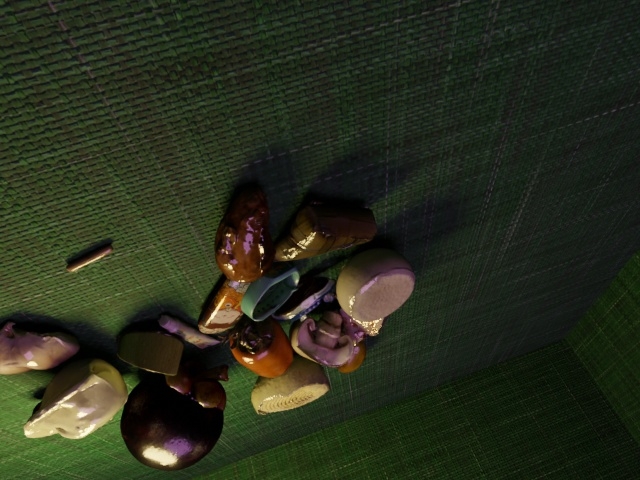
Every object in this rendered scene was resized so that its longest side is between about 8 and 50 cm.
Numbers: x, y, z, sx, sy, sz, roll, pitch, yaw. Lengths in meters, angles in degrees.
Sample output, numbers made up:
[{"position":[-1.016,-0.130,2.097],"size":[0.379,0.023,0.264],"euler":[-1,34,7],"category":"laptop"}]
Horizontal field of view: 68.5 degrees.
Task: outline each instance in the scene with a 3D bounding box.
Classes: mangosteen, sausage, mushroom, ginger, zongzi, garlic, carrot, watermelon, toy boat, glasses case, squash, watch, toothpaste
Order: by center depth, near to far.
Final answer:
[{"position":[-0.593,0.046,1.210],"size":[0.132,0.024,0.024],"euler":[-25,145,6],"category":"sausage"},{"position":[-0.201,0.011,1.261],"size":[0.165,0.172,0.321],"euler":[22,139,4],"category":"ginger"},{"position":[-0.860,0.331,1.376],"size":[0.217,0.110,0.228],"euler":[-21,146,4],"category":"garlic"},{"position":[0.000,0.000,1.410],"size":[0.260,0.123,0.289],"euler":[2,149,-35],"category":"zongzi"},{"position":[-0.149,0.154,1.490],"size":[0.237,0.068,0.195],"euler":[-31,147,-49],"category":"watch"},{"position":[-0.298,0.201,1.530],"size":[0.122,0.082,0.321],"euler":[3,137,-40],"category":"glasses case"},{"position":[-0.571,0.387,1.566],"size":[0.220,0.133,0.220],"euler":[2,153,1],"category":"squash"},{"position":[-0.457,0.328,1.645],"size":[0.056,0.058,0.314],"euler":[-61,153,-16],"category":"toothpaste"},{"position":[-0.053,0.211,1.648],"size":[0.262,0.114,0.115],"euler":[-41,132,21],"category":"toy boat"},{"position":[-0.225,0.361,1.693],"size":[0.193,0.214,0.331],"euler":[-42,155,-10],"category":"carrot"},{"position":[-0.523,0.635,1.756],"size":[0.382,0.382,0.435],"euler":[21,116,-45],"category":"mangosteen"},{"position":[-0.004,0.361,1.794],"size":[0.253,0.195,0.189],"euler":[28,165,-23],"category":"mushroom"},{"position":[0.153,0.291,1.876],"size":[0.322,0.175,0.188],"euler":[-36,-173,37],"category":"watermelon"}]

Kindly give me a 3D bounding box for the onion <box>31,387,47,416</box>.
[{"position":[-0.942,0.579,1.669],"size":[0.150,0.150,0.140],"euler":[-2,103,-26],"category":"onion"}]

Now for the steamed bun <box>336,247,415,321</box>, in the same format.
[{"position":[0.177,0.138,1.625],"size":[0.283,0.177,0.283],"euler":[-19,139,-18],"category":"steamed bun"}]

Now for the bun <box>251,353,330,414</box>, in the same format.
[{"position":[-0.137,0.615,2.073],"size":[0.364,0.202,0.364],"euler":[-17,151,-10],"category":"bun"}]

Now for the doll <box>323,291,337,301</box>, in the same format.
[{"position":[0.031,0.213,1.771],"size":[0.057,0.039,0.114],"euler":[4,165,22],"category":"doll"}]

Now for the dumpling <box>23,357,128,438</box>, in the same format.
[{"position":[-0.805,0.539,1.555],"size":[0.315,0.233,0.395],"euler":[-30,162,-16],"category":"dumpling"}]

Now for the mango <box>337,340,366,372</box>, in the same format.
[{"position":[0.151,0.550,2.248],"size":[0.136,0.099,0.227],"euler":[2,130,-27],"category":"mango"}]
